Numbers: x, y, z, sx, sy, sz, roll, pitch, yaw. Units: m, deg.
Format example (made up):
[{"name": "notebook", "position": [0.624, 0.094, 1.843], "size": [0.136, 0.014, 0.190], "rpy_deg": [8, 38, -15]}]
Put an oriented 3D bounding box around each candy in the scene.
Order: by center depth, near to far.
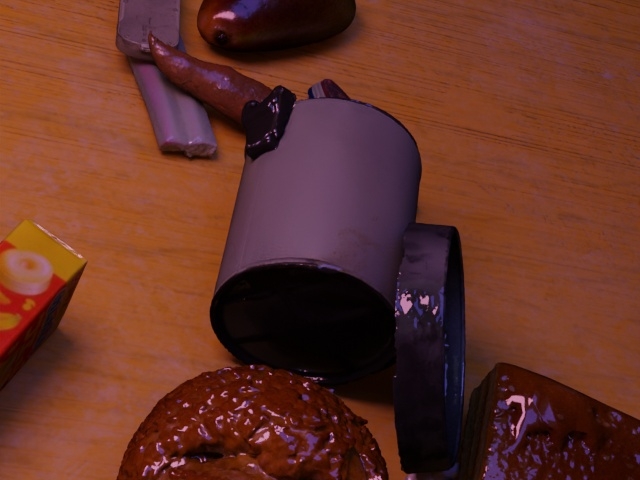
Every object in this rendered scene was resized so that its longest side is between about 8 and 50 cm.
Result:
[{"name": "candy", "position": [-0.357, 0.116, 1.408], "size": [0.088, 0.146, 0.276], "rpy_deg": [34, 46, 1]}]

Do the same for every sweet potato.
[{"name": "sweet potato", "position": [-0.090, -0.177, 1.791], "size": [0.314, 0.066, 0.072], "rpy_deg": [33, 30, -17]}]

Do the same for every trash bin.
[{"name": "trash bin", "position": [0.000, 0.000, 1.614], "size": [0.277, 0.217, 0.262], "rpy_deg": [39, 41, -29]}]

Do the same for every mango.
[{"name": "mango", "position": [-0.057, -0.324, 1.917], "size": [0.267, 0.111, 0.133], "rpy_deg": [-15, 50, -39]}]

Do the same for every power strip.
[{"name": "power strip", "position": [-0.224, -0.311, 1.836], "size": [0.080, 0.029, 0.227], "rpy_deg": [9, 44, -12]}]

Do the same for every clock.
[{"name": "clock", "position": [0.123, 0.119, 1.539], "size": [0.055, 0.280, 0.280], "rpy_deg": [0, 49, 10]}]

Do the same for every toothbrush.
[{"name": "toothbrush", "position": [0.223, 0.254, 1.644], "size": [0.288, 0.024, 0.021], "rpy_deg": [-8, 62, -29]}]

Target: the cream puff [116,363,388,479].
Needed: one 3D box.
[{"name": "cream puff", "position": [-0.058, 0.257, 1.390], "size": [0.303, 0.212, 0.303], "rpy_deg": [12, 55, -17]}]

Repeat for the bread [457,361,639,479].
[{"name": "bread", "position": [0.277, 0.264, 1.584], "size": [0.234, 0.110, 0.184], "rpy_deg": [24, 57, -11]}]

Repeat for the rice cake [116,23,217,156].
[{"name": "rice cake", "position": [-0.198, -0.198, 1.797], "size": [0.080, 0.042, 0.222], "rpy_deg": [-1, 54, -31]}]

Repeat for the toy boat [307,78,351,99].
[{"name": "toy boat", "position": [0.053, -0.130, 1.860], "size": [0.080, 0.046, 0.229], "rpy_deg": [-20, 67, -32]}]
